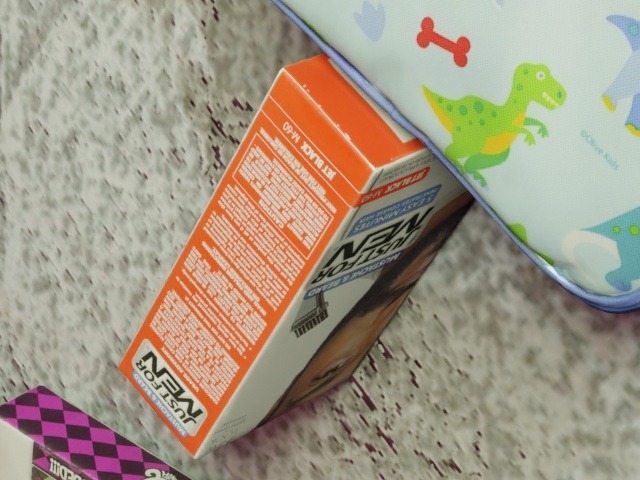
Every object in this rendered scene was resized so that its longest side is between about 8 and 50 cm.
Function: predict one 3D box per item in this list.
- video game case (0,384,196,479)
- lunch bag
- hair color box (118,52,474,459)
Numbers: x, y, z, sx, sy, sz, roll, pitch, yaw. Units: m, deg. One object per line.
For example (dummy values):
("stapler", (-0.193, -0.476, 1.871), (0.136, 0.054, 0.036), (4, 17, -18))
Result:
("video game case", (-0.067, 0.206, 0.894), (0.232, 0.042, 0.210), (27, 126, 33))
("lunch bag", (0.076, -0.104, 0.585), (0.219, 0.090, 0.176), (49, 132, 16))
("hair color box", (0.000, 0.000, 0.700), (0.053, 0.093, 0.167), (49, 135, 17))
